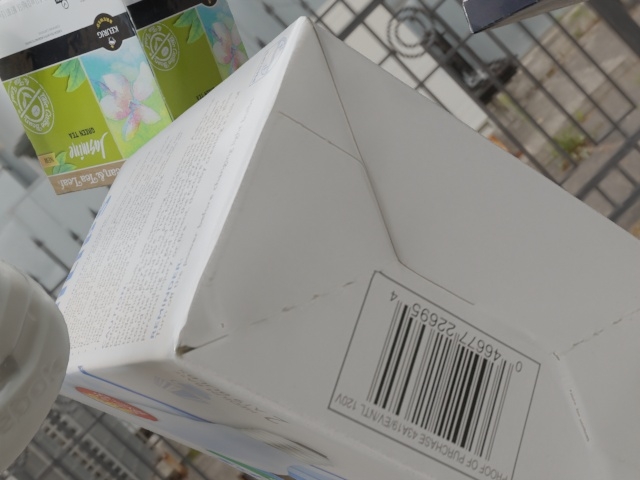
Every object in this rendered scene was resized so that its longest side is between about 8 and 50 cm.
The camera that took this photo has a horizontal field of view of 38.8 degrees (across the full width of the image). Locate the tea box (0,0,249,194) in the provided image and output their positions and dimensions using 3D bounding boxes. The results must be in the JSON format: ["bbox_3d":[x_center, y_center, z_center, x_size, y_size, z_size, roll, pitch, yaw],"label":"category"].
[{"bbox_3d":[-0.310,-0.273,1.431,0.329,0.323,0.220,-8,23,38],"label":"tea box"}]

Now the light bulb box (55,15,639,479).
[{"bbox_3d":[0.011,0.070,0.699,0.361,0.358,0.225,-20,45,59],"label":"light bulb box"}]

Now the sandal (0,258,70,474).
[{"bbox_3d":[-0.267,0.009,0.327,0.102,0.416,0.169,21,74,35],"label":"sandal"}]

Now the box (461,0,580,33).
[{"bbox_3d":[0.221,-0.355,0.664,0.343,0.312,0.179,-25,7,-38],"label":"box"}]
